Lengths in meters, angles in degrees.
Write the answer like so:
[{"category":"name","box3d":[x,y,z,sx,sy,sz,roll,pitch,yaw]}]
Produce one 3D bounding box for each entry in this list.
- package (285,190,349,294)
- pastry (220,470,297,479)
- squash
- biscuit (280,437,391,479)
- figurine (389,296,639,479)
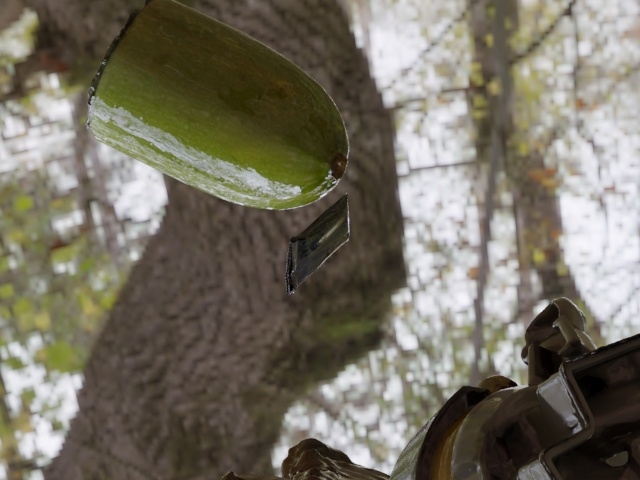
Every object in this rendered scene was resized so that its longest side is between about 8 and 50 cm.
[{"category":"package","box3d":[0.000,0.000,1.094,0.015,0.037,0.110,12,-158,18]},{"category":"pastry","box3d":[0.018,0.261,0.951,0.315,0.284,0.184,10,-117,37]},{"category":"squash","box3d":[-0.061,-0.088,1.188,0.186,0.123,0.123,25,-138,15]},{"category":"biscuit","box3d":[0.097,0.367,1.758,0.342,0.166,0.395,24,-177,-3]},{"category":"figurine","box3d":[0.141,0.166,1.170,0.308,0.143,0.308,-46,-171,10]}]
